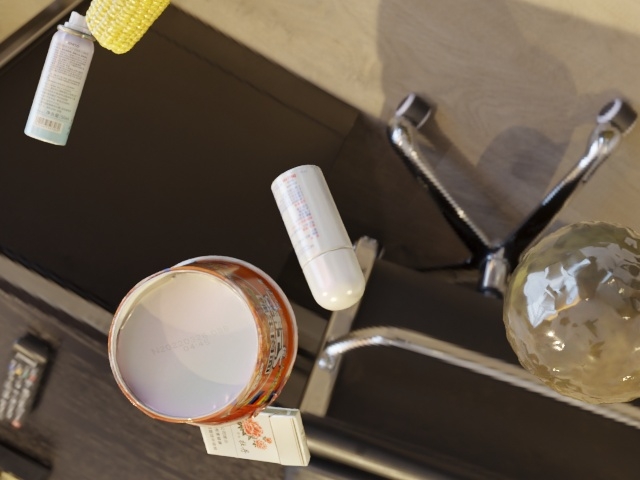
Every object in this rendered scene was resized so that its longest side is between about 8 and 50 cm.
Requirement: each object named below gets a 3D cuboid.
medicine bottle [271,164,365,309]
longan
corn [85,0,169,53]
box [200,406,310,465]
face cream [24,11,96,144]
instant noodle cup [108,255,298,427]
[{"bbox_3d":[0.000,0.000,2.002,0.130,0.130,0.341,-37,66,38],"label":"medicine bottle"},{"bbox_3d":[0.583,0.152,1.811,0.391,0.391,0.391,10,130,12],"label":"longan"},{"bbox_3d":[-0.240,-0.369,1.193,0.093,0.093,0.244,36,120,-10],"label":"corn"},{"bbox_3d":[-0.120,0.335,1.499,0.198,0.029,0.109,1,119,24],"label":"box"},{"bbox_3d":[-0.453,-0.287,1.515,0.075,0.075,0.229,20,95,4],"label":"face cream"},{"bbox_3d":[-0.162,0.139,1.156,0.250,0.192,0.250,0,85,4],"label":"instant noodle cup"}]
